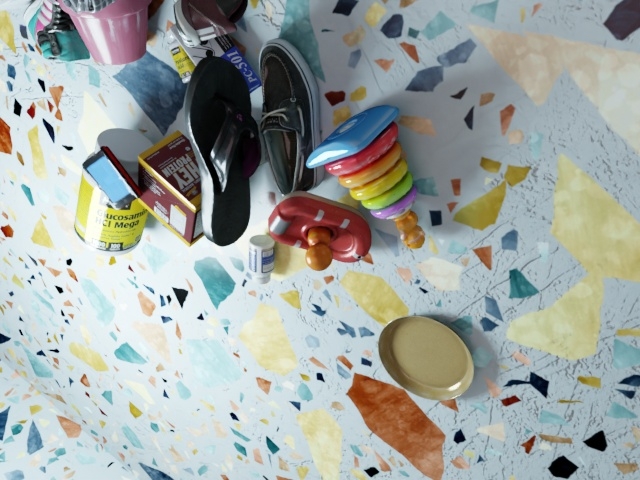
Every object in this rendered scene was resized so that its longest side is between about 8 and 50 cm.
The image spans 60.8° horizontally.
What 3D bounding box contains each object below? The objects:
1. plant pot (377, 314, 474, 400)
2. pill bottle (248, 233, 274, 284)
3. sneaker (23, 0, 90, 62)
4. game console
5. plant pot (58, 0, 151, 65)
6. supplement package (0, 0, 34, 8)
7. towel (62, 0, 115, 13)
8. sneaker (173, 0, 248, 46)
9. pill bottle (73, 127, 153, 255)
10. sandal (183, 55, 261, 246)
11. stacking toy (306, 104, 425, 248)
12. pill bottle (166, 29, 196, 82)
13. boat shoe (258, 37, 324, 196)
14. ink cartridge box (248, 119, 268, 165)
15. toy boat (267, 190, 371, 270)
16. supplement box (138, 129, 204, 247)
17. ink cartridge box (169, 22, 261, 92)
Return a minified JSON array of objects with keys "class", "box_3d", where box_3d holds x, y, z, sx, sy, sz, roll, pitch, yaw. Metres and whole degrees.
[{"class":"plant pot","box_3d":[0.249,0.273,1.292,0.236,0.032,0.236,14,120,25]},{"class":"pill bottle","box_3d":[-0.152,0.050,1.405,0.067,0.067,0.120,18,122,24]},{"class":"sneaker","box_3d":[-0.631,-0.540,1.357,0.296,0.124,0.178,-20,97,46]},{"class":"game console","box_3d":[-0.505,-0.146,1.313,0.144,0.085,0.124,56,172,-16]},{"class":"plant pot","box_3d":[-0.480,-0.513,1.247,0.201,0.201,0.180,26,140,19]},{"class":"supplement package","box_3d":[-0.804,-0.717,1.366,0.134,0.139,0.244,0,113,31]},{"class":"towel","box_3d":[-0.404,-0.590,1.013,0.121,0.235,0.283,19,141,9]},{"class":"sneaker","box_3d":[-0.227,-0.547,1.133,0.163,0.106,0.281,-9,87,-1]},{"class":"pill bottle","box_3d":[-0.556,-0.130,1.487,0.188,0.188,0.333,37,129,11]},{"class":"sandal","box_3d":[-0.185,-0.174,1.177,0.107,0.167,0.445,25,134,28]},{"class":"stacking toy","box_3d":[0.132,-0.105,1.105,0.175,0.166,0.301,-11,120,52]},{"class":"pill bottle","box_3d":[-0.308,-0.427,1.253,0.065,0.065,0.116,-11,108,36]},{"class":"boat shoe","box_3d":[-0.069,-0.252,1.159,0.121,0.119,0.335,-2,113,33]},{"class":"ink cartridge box","box_3d":[-0.194,-0.234,1.288,0.135,0.056,0.099,12,120,27]},{"class":"toy boat","box_3d":[0.000,0.000,1.186,0.231,0.151,0.151,16,141,-19]},{"class":"supplement box","box_3d":[-0.340,-0.125,1.358,0.191,0.129,0.194,41,147,7]},{"class":"ink cartridge box","box_3d":[-0.228,-0.402,1.197,0.097,0.046,0.207,-36,93,0]}]
